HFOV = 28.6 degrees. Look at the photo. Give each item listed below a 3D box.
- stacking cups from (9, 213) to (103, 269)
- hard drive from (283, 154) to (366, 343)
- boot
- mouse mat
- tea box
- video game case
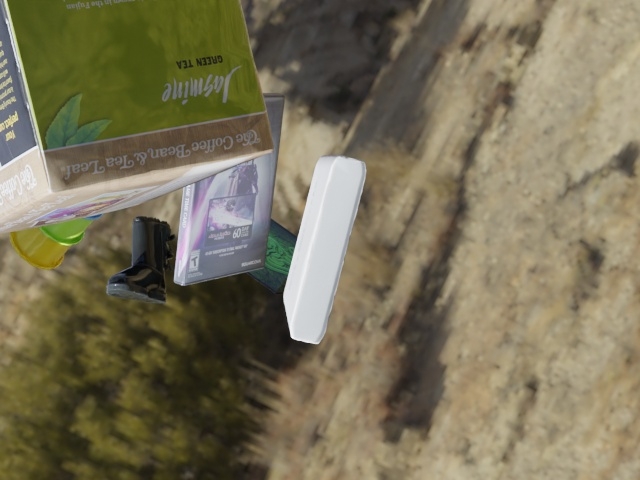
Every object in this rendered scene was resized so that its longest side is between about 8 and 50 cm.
[{"bbox_3d":[-0.342,-0.085,1.844,0.316,0.096,0.096,-44,17,32],"label":"stacking cups"},{"bbox_3d":[0.000,0.000,1.705,0.353,0.047,0.233,-127,51,-85],"label":"hard drive"},{"bbox_3d":[-0.212,0.020,1.482,0.121,0.045,0.099,22,-112,-68],"label":"boot"},{"bbox_3d":[-0.104,0.015,2.325,0.152,0.190,0.007,-38,-22,-44],"label":"mouse mat"},{"bbox_3d":[-0.241,-0.189,1.182,0.329,0.220,0.323,-12,91,60],"label":"tea box"},{"bbox_3d":[-0.133,-0.080,1.857,0.196,0.026,0.274,-12,-66,-55],"label":"video game case"}]
